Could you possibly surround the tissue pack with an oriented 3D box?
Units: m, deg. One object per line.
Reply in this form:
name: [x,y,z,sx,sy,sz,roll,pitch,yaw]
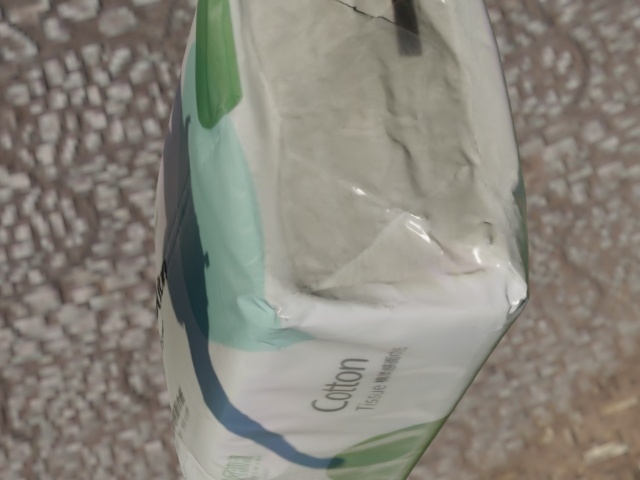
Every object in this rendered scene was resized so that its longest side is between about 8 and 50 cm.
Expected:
tissue pack: [-0.002,0.000,1.218,0.194,0.266,0.356,-2,154,-13]
